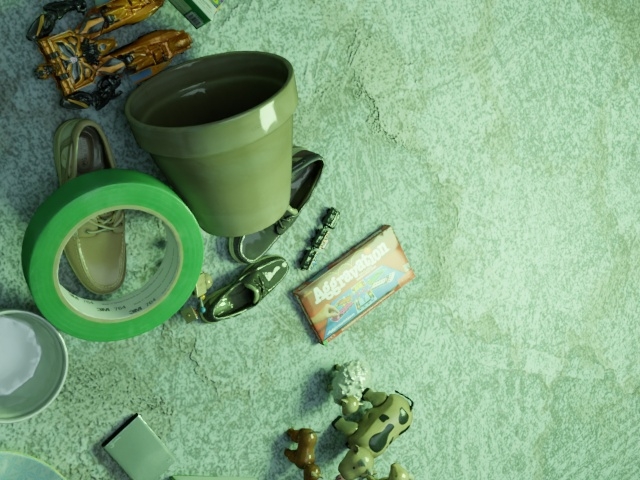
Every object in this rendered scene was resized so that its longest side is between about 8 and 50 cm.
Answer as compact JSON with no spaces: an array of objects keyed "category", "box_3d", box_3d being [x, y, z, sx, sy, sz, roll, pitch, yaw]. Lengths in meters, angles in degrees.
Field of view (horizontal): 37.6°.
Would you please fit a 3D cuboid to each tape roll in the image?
[{"category":"tape roll","box_3d":[-0.376,0.029,1.719,0.321,0.077,0.321,-13,120,-23]}]

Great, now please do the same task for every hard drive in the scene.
[{"category":"hard drive","box_3d":[-0.367,0.429,1.905,0.094,0.022,0.135,-42,114,-19]}]

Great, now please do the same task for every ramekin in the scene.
[{"category":"ramekin","box_3d":[-0.574,0.220,1.709,0.207,0.109,0.207,-4,97,-29]}]

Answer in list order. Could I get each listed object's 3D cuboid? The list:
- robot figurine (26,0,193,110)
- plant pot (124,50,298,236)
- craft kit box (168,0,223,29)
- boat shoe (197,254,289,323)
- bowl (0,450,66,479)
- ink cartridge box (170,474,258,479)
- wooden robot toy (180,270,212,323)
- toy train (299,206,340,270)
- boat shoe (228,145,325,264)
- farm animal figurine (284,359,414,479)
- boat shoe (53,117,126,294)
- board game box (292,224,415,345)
[{"category":"robot figurine","box_3d":[-0.396,-0.369,1.754,0.291,0.085,0.211,-32,109,-23]},{"category":"plant pot","box_3d":[-0.177,-0.171,1.802,0.323,0.323,0.280,-31,126,-24]},{"category":"craft kit box","box_3d":[-0.256,-0.571,1.779,0.250,0.061,0.246,43,49,-27]},{"category":"boat shoe","box_3d":[-0.149,0.107,1.962,0.223,0.073,0.080,-32,111,-23]},{"category":"bowl","box_3d":[-0.589,0.543,1.695,0.289,0.289,0.156,6,135,-31]},{"category":"ink cartridge box","box_3d":[-0.226,0.642,1.958,0.201,0.117,0.278,10,90,-31]},{"category":"wooden robot toy","box_3d":[-0.256,0.078,1.917,0.079,0.076,0.173,-23,111,-63]},{"category":"toy train","box_3d":[0.000,0.000,2.065,0.036,0.027,0.158,37,77,-39]},{"category":"boat shoe","box_3d":[-0.088,-0.073,1.964,0.103,0.092,0.285,42,76,-29]},{"category":"farm animal figurine","box_3d":[0.106,0.475,2.099,0.330,0.172,0.326,38,77,-28]},{"category":"boat shoe","box_3d":[-0.426,-0.058,1.759,0.122,0.110,0.341,-16,104,-28]},{"category":"board game box","box_3d":[0.080,0.098,2.122,0.281,0.027,0.145,-35,111,-22]}]
